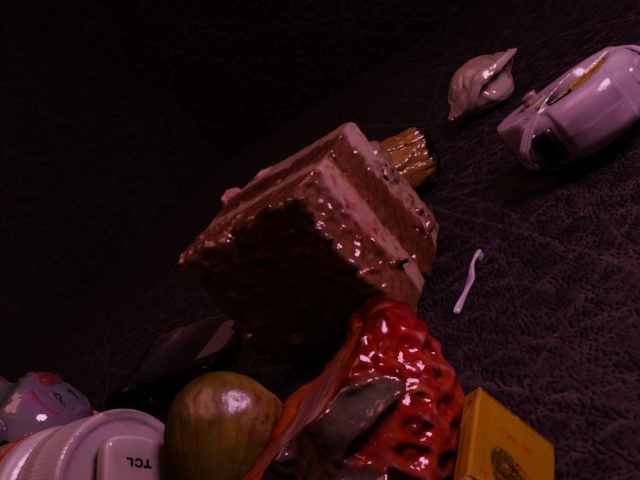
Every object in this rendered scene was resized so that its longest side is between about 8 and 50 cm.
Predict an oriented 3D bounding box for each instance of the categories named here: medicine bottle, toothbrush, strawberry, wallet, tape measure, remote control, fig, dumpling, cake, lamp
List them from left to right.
[{"bbox_3d":[-0.571,0.348,1.388,0.247,0.301,0.248,32,-109,-85],"label":"lamp"},{"bbox_3d":[-0.348,0.350,0.973,0.371,0.211,0.211,-27,19,36],"label":"medicine bottle"},{"bbox_3d":[-0.205,0.309,0.831,0.029,0.087,0.190,-26,55,33],"label":"remote control"},{"bbox_3d":[-0.253,0.224,1.419,0.262,0.071,0.221,-26,14,27],"label":"wallet"},{"bbox_3d":[-0.107,0.278,0.848,0.151,0.151,0.259,-28,43,31],"label":"fig"},{"bbox_3d":[0.000,0.000,1.121,0.282,0.256,0.290,-25,24,35],"label":"cake"},{"bbox_3d":[0.042,0.185,0.724,0.265,0.149,0.336,-56,0,13],"label":"strawberry"},{"bbox_3d":[0.192,0.053,0.992,0.011,0.013,0.131,-37,13,43],"label":"toothbrush"},{"bbox_3d":[0.329,-0.314,1.570,0.199,0.118,0.136,-54,3,33],"label":"dumpling"},{"bbox_3d":[0.367,-0.184,1.076,0.236,0.120,0.197,-38,9,19],"label":"tape measure"}]

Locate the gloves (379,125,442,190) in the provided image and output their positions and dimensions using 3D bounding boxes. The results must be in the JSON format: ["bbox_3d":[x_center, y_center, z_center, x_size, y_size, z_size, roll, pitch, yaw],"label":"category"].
[{"bbox_3d":[0.058,-0.081,1.413,0.356,0.155,0.203,-42,12,-1],"label":"gloves"}]

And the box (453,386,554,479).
[{"bbox_3d":[0.139,0.189,0.576,0.023,0.087,0.155,-50,6,33],"label":"box"}]
